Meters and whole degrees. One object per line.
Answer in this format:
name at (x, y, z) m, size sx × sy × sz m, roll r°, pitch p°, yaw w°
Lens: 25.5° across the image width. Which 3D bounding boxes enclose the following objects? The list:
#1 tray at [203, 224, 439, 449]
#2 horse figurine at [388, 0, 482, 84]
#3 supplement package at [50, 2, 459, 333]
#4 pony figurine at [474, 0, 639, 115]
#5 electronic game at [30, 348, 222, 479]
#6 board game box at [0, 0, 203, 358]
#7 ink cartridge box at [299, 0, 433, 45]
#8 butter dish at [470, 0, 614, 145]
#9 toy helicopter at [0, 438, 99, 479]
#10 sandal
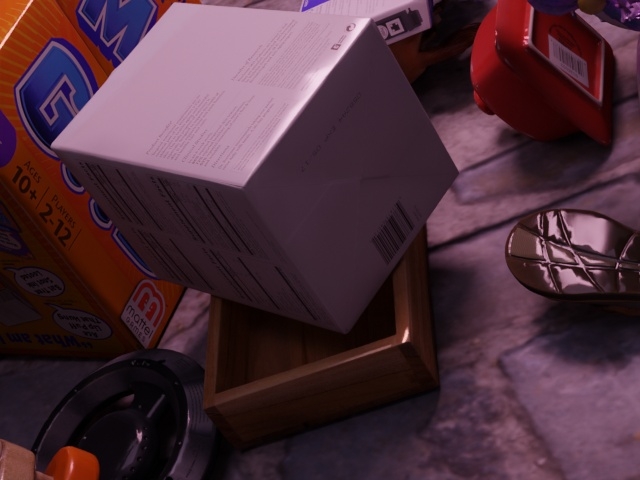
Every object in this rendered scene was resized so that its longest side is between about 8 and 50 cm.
tray at (0.000, 0.000, 1.391) m, size 0.202 × 0.076 × 0.411 m, roll -20°, pitch 41°, yaw 17°
horse figurine at (0.065, -0.208, 1.575) m, size 0.263 × 0.066 × 0.174 m, roll -5°, pitch 39°, yaw 36°
supplement package at (-0.059, -0.073, 1.290) m, size 0.262 × 0.198 × 0.199 m, roll 13°, pitch 58°, yaw 43°
pony figurine at (0.281, -0.228, 1.236) m, size 0.363 × 0.303 × 0.351 m, roll 22°, pitch 41°, yaw -3°
electronic game at (-0.189, 0.203, 1.327) m, size 0.229 × 0.048 × 0.229 m, roll -21°, pitch 46°, yaw 23°
board game box at (-0.336, -0.122, 1.516) m, size 0.356 × 0.356 × 0.356 m, roll 0°, pitch 49°, yaw 31°
ink cartridge box at (0.074, -0.266, 1.545) m, size 0.208 × 0.045 × 0.206 m, roll -21°, pitch 25°, yaw 17°
butter dish at (0.200, -0.163, 1.385) m, size 0.118 × 0.160 × 0.160 m, roll -34°, pitch 31°, yaw 38°
toy helicopter at (-0.311, 0.330, 1.186) m, size 0.235 × 0.140 × 0.355 m, roll -49°, pitch 26°, yaw 34°
sandal at (0.262, 0.026, 1.192) m, size 0.219 × 0.060 × 0.090 m, roll 3°, pitch 56°, yaw 20°
